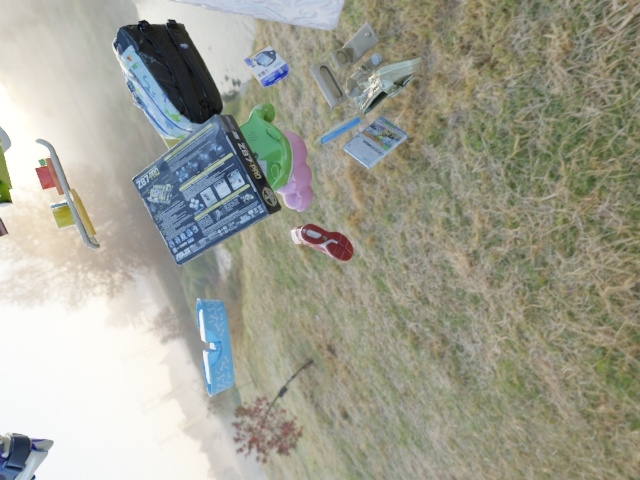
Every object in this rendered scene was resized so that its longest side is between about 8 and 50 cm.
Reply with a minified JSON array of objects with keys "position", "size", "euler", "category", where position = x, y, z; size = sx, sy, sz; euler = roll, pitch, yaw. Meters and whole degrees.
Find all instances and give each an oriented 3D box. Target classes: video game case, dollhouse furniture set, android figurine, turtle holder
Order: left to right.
[{"position":[-0.841,-0.224,1.122],"size":[0.248,0.056,0.272],"euler":[156,97,-71],"category":"android figurine"},{"position":[-0.220,-0.315,1.623],"size":[0.320,0.244,0.227],"euler":[62,-168,7],"category":"turtle holder"},{"position":[0.076,-0.458,1.175],"size":[0.123,0.151,0.144],"euler":[-23,98,56],"category":"dollhouse furniture set"},{"position":[0.170,-0.305,1.393],"size":[0.119,0.166,0.015],"euler":[43,167,28],"category":"video game case"}]

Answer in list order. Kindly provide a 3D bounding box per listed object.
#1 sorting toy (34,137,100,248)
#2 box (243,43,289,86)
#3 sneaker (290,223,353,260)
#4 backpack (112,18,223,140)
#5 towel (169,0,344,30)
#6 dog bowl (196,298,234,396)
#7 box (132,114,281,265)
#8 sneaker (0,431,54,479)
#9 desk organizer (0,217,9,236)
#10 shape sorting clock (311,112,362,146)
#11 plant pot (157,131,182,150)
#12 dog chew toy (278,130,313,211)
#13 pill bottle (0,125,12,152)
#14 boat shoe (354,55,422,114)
[{"position":[-0.457,-0.080,0.788],"size":[0.348,0.047,0.195],"euler":[18,128,56],"category":"sorting toy"},{"position":[-0.137,-0.448,1.158],"size":[0.136,0.081,0.028],"euler":[56,180,38],"category":"box"},{"position":[0.000,0.000,1.509],"size":[0.221,0.086,0.128],"euler":[31,168,-30],"category":"sneaker"},{"position":[-0.485,-0.513,1.507],"size":[0.355,0.290,0.273],"euler":[48,130,-1],"category":"backpack"},{"position":[-0.106,-0.484,0.740],"size":[0.317,0.332,0.053],"euler":[129,147,-74],"category":"towel"},{"position":[-0.325,0.322,1.389],"size":[0.166,0.074,0.296],"euler":[159,104,-67],"category":"dog bowl"},{"position":[-0.353,-0.141,1.361],"size":[0.395,0.097,0.318],"euler":[-28,93,28],"category":"box"},{"position":[-0.740,0.446,1.020],"size":[0.130,0.236,0.322],"euler":[13,98,44],"category":"sneaker"},{"position":[-0.729,-0.056,0.966],"size":[0.130,0.050,0.047],"euler":[42,143,22],"category":"desk organizer"},{"position":[0.060,-0.374,1.517],"size":[0.040,0.206,0.206],"euler":[60,159,-8],"category":"shape sorting clock"},{"position":[-0.624,-0.486,2.033],"size":[0.212,0.212,0.187],"euler":[50,178,35],"category":"plant pot"},{"position":[-0.127,-0.280,1.874],"size":[0.207,0.207,0.331],"euler":[6,119,65],"category":"dog chew toy"},{"position":[-1.183,-0.246,1.413],"size":[0.204,0.360,0.204],"euler":[17,145,13],"category":"pill bottle"},{"position":[0.188,-0.433,1.258],"size":[0.285,0.105,0.089],"euler":[0,111,66],"category":"boat shoe"}]
